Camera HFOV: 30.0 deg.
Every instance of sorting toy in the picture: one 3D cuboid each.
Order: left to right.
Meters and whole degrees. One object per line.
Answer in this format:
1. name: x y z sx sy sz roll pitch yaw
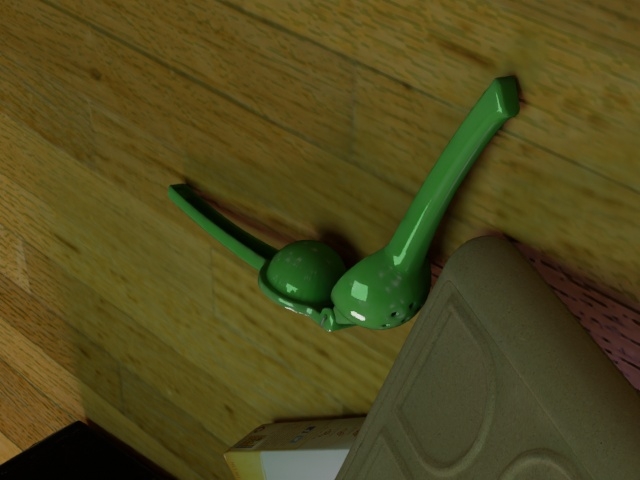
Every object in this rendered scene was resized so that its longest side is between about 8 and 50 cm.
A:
1. sorting toy: 0.086 0.166 0.527 0.229 0.041 0.307 -61 31 21

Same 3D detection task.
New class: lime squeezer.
1. lime squeezer: 0.000 0.000 0.668 0.310 0.059 0.110 -11 107 53

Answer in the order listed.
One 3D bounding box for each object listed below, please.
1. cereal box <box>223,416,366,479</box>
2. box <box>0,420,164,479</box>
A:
1. cereal box: 0.052 0.194 0.751 0.240 0.047 0.173 -16 103 53
2. box: -0.166 0.361 1.017 0.296 0.183 0.294 25 131 40
